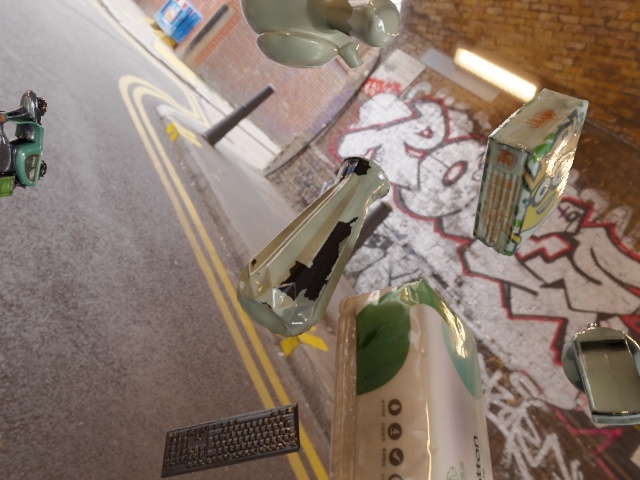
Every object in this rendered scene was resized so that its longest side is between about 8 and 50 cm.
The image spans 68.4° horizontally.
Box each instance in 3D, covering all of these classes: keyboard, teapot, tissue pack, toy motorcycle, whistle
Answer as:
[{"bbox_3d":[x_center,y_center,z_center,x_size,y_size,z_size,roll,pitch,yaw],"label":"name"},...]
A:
[{"bbox_3d":[-0.123,0.272,0.639,0.011,0.202,0.067,61,17,-48],"label":"keyboard"},{"bbox_3d":[-0.016,-0.343,0.702,0.220,0.149,0.318,5,12,-6],"label":"teapot"},{"bbox_3d":[0.465,-0.147,1.065,0.128,0.228,0.310,34,-28,33],"label":"tissue pack"},{"bbox_3d":[-0.492,-0.158,0.760,0.058,0.173,0.100,21,17,10],"label":"toy motorcycle"},{"bbox_3d":[0.574,0.272,0.946,0.163,0.163,0.289,43,36,-15],"label":"whistle"},{"bbox_3d":[0.151,0.276,0.760,0.266,0.194,0.356,41,43,-44],"label":"tissue pack"}]

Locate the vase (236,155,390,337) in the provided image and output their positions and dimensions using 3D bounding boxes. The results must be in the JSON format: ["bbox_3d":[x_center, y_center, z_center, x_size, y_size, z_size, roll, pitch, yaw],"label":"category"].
[{"bbox_3d":[0.000,0.000,0.868,0.165,0.360,0.165,27,-29,17],"label":"vase"}]
